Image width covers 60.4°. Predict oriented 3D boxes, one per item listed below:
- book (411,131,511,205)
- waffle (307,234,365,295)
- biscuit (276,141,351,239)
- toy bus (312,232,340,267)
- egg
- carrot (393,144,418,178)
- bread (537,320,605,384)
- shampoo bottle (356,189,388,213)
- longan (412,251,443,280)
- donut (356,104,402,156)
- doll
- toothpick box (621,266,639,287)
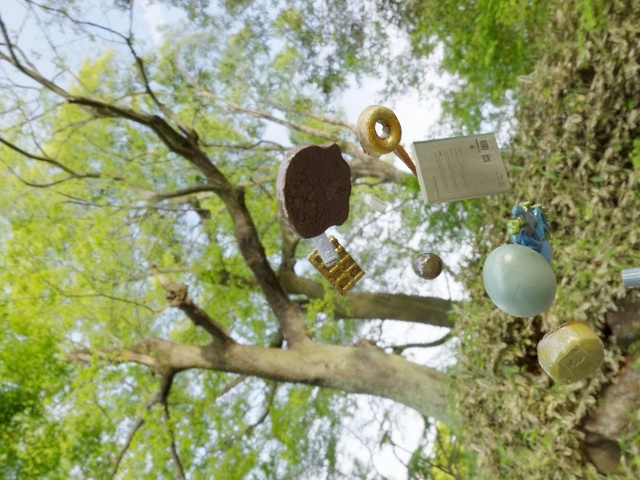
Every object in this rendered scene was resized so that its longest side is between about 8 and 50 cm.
[{"bbox_3d":[0.436,-0.227,1.706,0.025,0.283,0.214,116,145,-72],"label":"book"},{"bbox_3d":[0.072,0.117,2.593,0.168,0.057,0.274,-44,-67,-7],"label":"waffle"},{"bbox_3d":[-0.016,-0.145,1.560,0.257,0.049,0.272,-24,-59,-35],"label":"biscuit"},{"bbox_3d":[0.000,0.000,1.939,0.064,0.190,0.075,-29,-12,5],"label":"toy bus"},{"bbox_3d":[0.507,0.102,1.405,0.231,0.168,0.168,45,-113,-35],"label":"egg"},{"bbox_3d":[0.389,-0.337,2.412,0.048,0.216,0.048,-39,6,5],"label":"carrot"},{"bbox_3d":[1.024,0.458,2.250,0.270,0.148,0.269,-7,-57,-11],"label":"bread"},{"bbox_3d":[0.226,-0.176,2.436,0.045,0.152,0.077,-55,-1,26],"label":"shampoo bottle"},{"bbox_3d":[0.371,0.083,1.902,0.119,0.106,0.106,-73,-14,-52],"label":"longan"},{"bbox_3d":[0.216,-0.390,1.961,0.174,0.075,0.190,-22,-69,-22],"label":"donut"},{"bbox_3d":[0.728,0.015,1.918,0.341,0.099,0.346,56,-134,-25],"label":"doll"},{"bbox_3d":[0.851,0.095,1.459,0.052,0.083,0.052,19,-115,-49],"label":"toothpick box"}]
